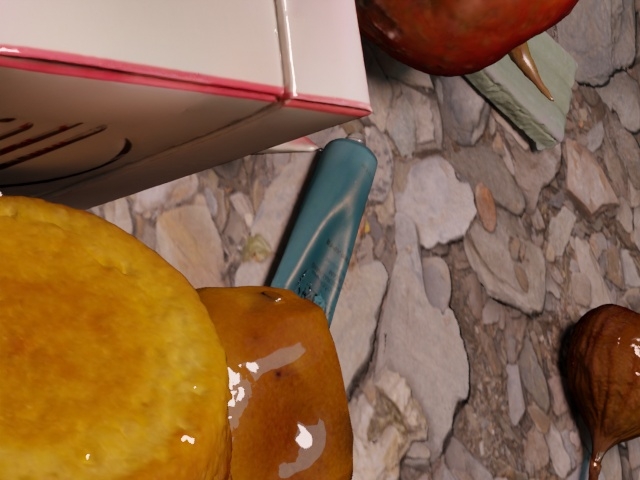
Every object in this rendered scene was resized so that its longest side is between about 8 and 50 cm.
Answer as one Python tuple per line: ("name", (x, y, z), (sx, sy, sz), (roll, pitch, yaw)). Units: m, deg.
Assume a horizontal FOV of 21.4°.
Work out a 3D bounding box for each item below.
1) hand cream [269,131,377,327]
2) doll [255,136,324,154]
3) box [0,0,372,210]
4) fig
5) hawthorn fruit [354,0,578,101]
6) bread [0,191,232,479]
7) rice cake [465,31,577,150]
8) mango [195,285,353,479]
("hand cream", (0.000, 0.000, 1.426), (0.083, 0.048, 0.224), (44, 51, -38))
("doll", (-0.071, -0.148, 1.326), (0.110, 0.106, 0.181), (-128, -161, -75))
("box", (-0.193, -0.194, 1.016), (0.300, 0.314, 0.312), (3, 76, -49))
("fig", (0.305, 0.170, 1.712), (0.146, 0.134, 0.201), (17, 84, -18))
("hawthorn fruit", (0.111, -0.274, 1.502), (0.262, 0.258, 0.258), (47, 44, -51))
("bread", (-0.189, 0.107, 0.944), (0.312, 0.172, 0.312), (13, 37, -10))
("rice cake", (0.183, -0.198, 1.723), (0.237, 0.043, 0.127), (41, 49, -38))
("mango", (-0.079, 0.154, 1.195), (0.166, 0.136, 0.236), (-17, 96, -39))
